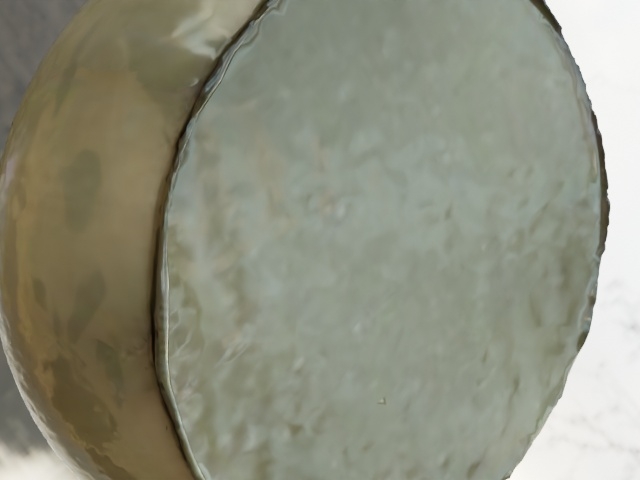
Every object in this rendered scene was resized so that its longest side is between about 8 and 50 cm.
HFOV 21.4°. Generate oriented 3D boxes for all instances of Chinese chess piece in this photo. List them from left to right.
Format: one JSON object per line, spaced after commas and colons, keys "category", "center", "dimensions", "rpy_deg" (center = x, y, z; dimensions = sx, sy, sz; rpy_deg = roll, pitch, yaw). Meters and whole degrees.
{"category": "Chinese chess piece", "center": [0.000, 0.000, 0.856], "dimensions": [0.140, 0.338, 0.338], "rpy_deg": [12, -36, 45]}
